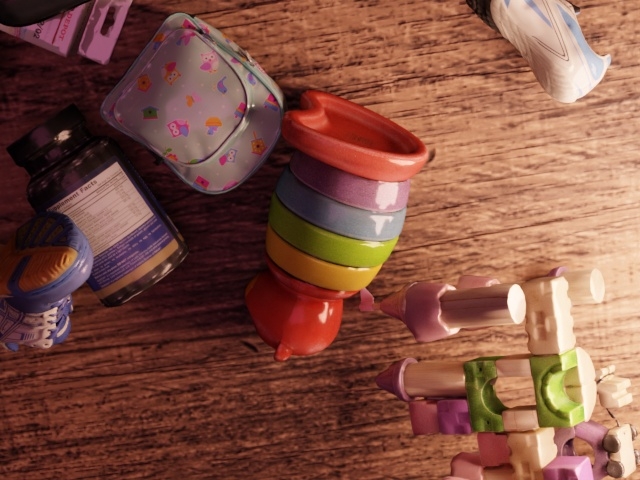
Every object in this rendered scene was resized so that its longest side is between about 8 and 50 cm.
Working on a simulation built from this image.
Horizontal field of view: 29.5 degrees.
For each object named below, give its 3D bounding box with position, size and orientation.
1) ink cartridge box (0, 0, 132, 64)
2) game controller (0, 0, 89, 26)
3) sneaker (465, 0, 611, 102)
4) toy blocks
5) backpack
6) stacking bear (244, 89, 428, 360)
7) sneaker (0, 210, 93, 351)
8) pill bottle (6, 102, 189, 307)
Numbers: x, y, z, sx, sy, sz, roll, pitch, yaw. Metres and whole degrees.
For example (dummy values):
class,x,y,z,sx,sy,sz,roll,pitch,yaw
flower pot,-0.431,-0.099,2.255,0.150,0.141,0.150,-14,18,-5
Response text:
class,x,y,z,sx,sy,sz,roll,pitch,yaw
ink cartridge box,-0.313,-0.276,1.375,0.181,0.061,0.104,22,101,-5
game controller,-0.338,-0.395,1.317,0.166,0.067,0.319,-24,88,6
sneaker,0.235,-0.265,1.376,0.086,0.085,0.237,-41,97,-18
toy blocks,0.183,0.176,1.427,0.260,0.309,0.288,-8,92,35
backpack,-0.132,-0.146,1.366,0.188,0.144,0.166,38,95,-11
stacking bear,0.000,0.000,1.398,0.164,0.175,0.289,22,112,3
sneaker,-0.316,0.056,1.375,0.131,0.296,0.112,44,58,-23
pill bottle,-0.258,-0.042,1.399,0.123,0.123,0.219,-33,100,7
